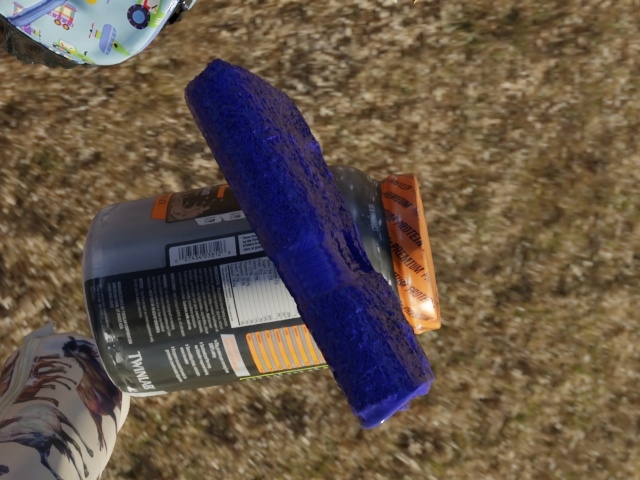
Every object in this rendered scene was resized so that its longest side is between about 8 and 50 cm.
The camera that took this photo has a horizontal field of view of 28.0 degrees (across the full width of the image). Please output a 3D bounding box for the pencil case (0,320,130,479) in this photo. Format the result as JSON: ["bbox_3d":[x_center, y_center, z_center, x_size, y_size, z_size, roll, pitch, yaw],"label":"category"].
[{"bbox_3d":[-0.336,0.262,1.419,0.160,0.410,0.183,-12,117,14],"label":"pencil case"}]

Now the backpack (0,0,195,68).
[{"bbox_3d":[-0.105,-0.160,0.591,0.117,0.173,0.158,28,84,-28],"label":"backpack"}]

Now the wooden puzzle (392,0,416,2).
[{"bbox_3d":[0.048,-0.255,1.221,0.116,0.078,0.014,29,129,-1],"label":"wooden puzzle"}]

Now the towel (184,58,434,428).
[{"bbox_3d":[0.000,0.000,1.058,0.076,0.227,0.308,-29,86,2],"label":"towel"}]

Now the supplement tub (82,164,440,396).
[{"bbox_3d":[-0.056,0.038,1.318,0.338,0.207,0.207,-9,101,6],"label":"supplement tub"}]
